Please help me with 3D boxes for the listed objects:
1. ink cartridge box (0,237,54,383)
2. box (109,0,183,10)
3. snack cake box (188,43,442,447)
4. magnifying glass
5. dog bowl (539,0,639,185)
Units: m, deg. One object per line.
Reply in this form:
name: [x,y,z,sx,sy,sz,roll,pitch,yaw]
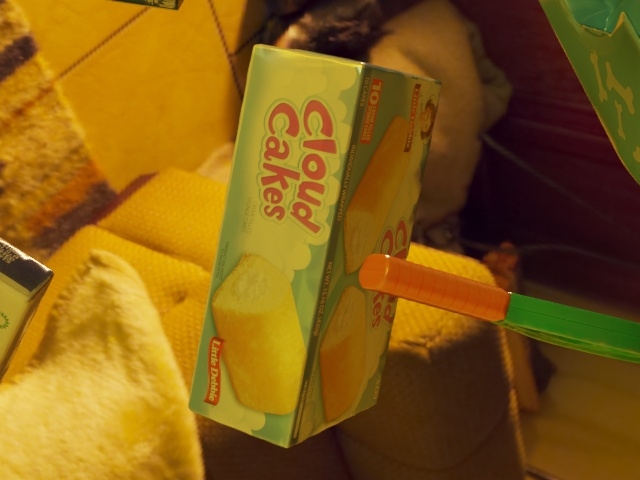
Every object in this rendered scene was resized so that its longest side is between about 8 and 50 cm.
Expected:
ink cartridge box: [-0.480,0.072,1.039,0.330,0.324,0.071,-55,-177,31]
box: [-0.223,-0.282,1.029,0.059,0.169,0.054,-82,-179,-57]
snack cake box: [0.000,0.000,0.731,0.152,0.089,0.264,-7,110,-61]
magnifying glass: [0.126,0.047,0.617,0.231,0.092,0.026,18,82,-28]
dog bowl: [0.172,-0.118,0.421,0.166,0.297,0.074,-10,146,-9]
